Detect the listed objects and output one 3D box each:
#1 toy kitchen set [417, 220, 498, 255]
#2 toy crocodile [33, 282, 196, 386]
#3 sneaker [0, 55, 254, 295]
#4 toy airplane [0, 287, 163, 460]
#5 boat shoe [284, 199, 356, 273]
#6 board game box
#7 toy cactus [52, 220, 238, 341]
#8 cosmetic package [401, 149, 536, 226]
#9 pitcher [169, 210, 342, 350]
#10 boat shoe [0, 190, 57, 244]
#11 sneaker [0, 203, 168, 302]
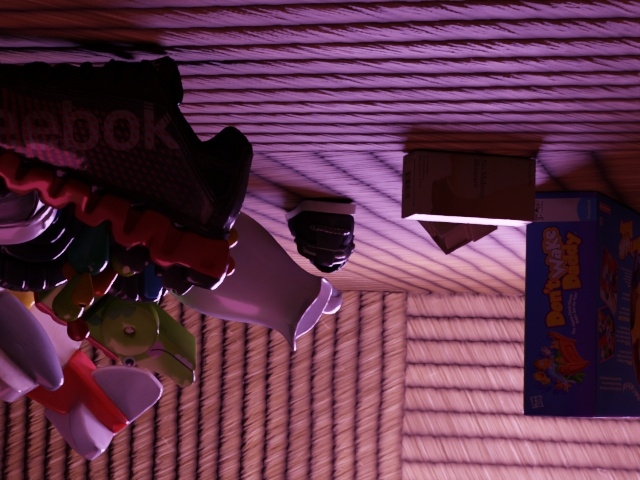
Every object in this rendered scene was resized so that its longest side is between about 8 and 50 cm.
[{"bbox_3d":[0.140,-0.046,1.681,0.083,0.075,0.068,-29,137,-10],"label":"toy kitchen set"},{"bbox_3d":[-0.266,0.050,1.813,0.340,0.105,0.115,40,-162,-26],"label":"toy crocodile"},{"bbox_3d":[-0.163,-0.077,1.069,0.276,0.135,0.097,27,-179,-15],"label":"sneaker"},{"bbox_3d":[-0.372,0.106,2.189,0.384,0.272,0.386,19,-165,-46],"label":"toy airplane"},{"bbox_3d":[0.000,0.000,1.953,0.084,0.079,0.233,1,176,-3],"label":"boat shoe"},{"bbox_3d":[0.312,0.081,1.856,0.078,0.233,0.347,-1,174,23],"label":"board game box"},{"bbox_3d":[-0.173,-0.013,1.517,0.219,0.112,0.180,-34,134,-1],"label":"toy cactus"},{"bbox_3d":[0.132,-0.046,1.479,0.115,0.060,0.041,2,175,-15],"label":"cosmetic package"},{"bbox_3d":[-0.081,0.037,1.923,0.207,0.126,0.178,28,-170,14],"label":"pitcher"},{"bbox_3d":[-0.369,-0.054,1.359,0.301,0.108,0.102,4,151,1],"label":"boat shoe"},{"bbox_3d":[-0.278,-0.018,1.604,0.139,0.125,0.341,24,180,36],"label":"sneaker"}]
